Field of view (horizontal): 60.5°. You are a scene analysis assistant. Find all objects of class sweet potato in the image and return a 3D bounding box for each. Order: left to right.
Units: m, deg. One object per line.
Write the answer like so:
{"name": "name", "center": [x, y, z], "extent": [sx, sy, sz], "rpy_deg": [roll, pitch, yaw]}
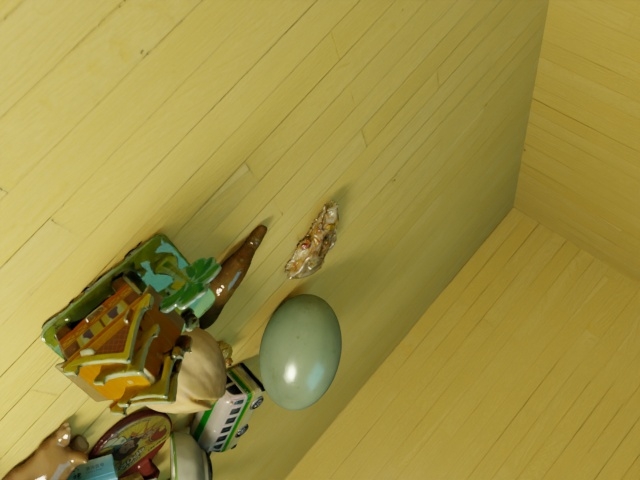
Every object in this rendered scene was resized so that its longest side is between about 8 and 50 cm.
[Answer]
{"name": "sweet potato", "center": [-0.253, 0.103, 1.472], "extent": [0.346, 0.079, 0.108], "rpy_deg": [-56, -177, 5]}

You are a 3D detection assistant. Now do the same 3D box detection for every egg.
{"name": "egg", "center": [-0.068, 0.374, 1.854], "extent": [0.276, 0.276, 0.389], "rpy_deg": [41, 58, -65]}

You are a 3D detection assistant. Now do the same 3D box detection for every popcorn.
{"name": "popcorn", "center": [-0.305, 0.366, 1.715], "extent": [0.084, 0.084, 0.084], "rpy_deg": [-39, 152, -26]}

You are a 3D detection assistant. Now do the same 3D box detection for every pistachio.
{"name": "pistachio", "center": [-0.354, 0.333, 1.410], "extent": [0.229, 0.238, 0.321], "rpy_deg": [-42, 162, -7]}

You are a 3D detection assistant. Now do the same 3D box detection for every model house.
{"name": "model house", "center": [-0.324, 0.192, 1.110], "extent": [0.357, 0.312, 0.243], "rpy_deg": [-42, 126, -19]}

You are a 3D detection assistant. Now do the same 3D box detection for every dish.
{"name": "dish", "center": [-0.413, 0.775, 1.764], "extent": [0.124, 0.324, 0.324], "rpy_deg": [-1, 133, -18]}

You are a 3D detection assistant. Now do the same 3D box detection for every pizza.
{"name": "pizza", "center": [0.000, 0.000, 1.754], "extent": [0.189, 0.071, 0.297], "rpy_deg": [-7, 129, -56]}

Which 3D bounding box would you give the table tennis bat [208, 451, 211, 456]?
{"name": "table tennis bat", "center": [-0.462, 0.837, 2.139], "extent": [0.234, 0.022, 0.131], "rpy_deg": [-53, 154, 8]}

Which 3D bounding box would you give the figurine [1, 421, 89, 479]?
{"name": "figurine", "center": [-0.655, 0.606, 1.334], "extent": [0.247, 0.173, 0.177], "rpy_deg": [-39, 151, -25]}

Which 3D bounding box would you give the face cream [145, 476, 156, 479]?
{"name": "face cream", "center": [-0.635, 0.801, 1.707], "extent": [0.243, 0.058, 0.092], "rpy_deg": [-8, 152, -45]}

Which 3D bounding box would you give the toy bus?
{"name": "toy bus", "center": [-0.333, 0.594, 1.891], "extent": [0.179, 0.143, 0.306], "rpy_deg": [-8, 131, -53]}

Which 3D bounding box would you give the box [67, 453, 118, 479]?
{"name": "box", "center": [-0.651, 0.710, 1.534], "extent": [0.142, 0.083, 0.232], "rpy_deg": [-7, 134, -30]}

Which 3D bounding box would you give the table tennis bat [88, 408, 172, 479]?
{"name": "table tennis bat", "center": [-0.569, 0.654, 1.689], "extent": [0.268, 0.051, 0.415], "rpy_deg": [-35, 148, -27]}

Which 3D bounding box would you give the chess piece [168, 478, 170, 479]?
{"name": "chess piece", "center": [-0.478, 1.018, 2.019], "extent": [0.137, 0.300, 0.137], "rpy_deg": [-41, 153, -27]}
